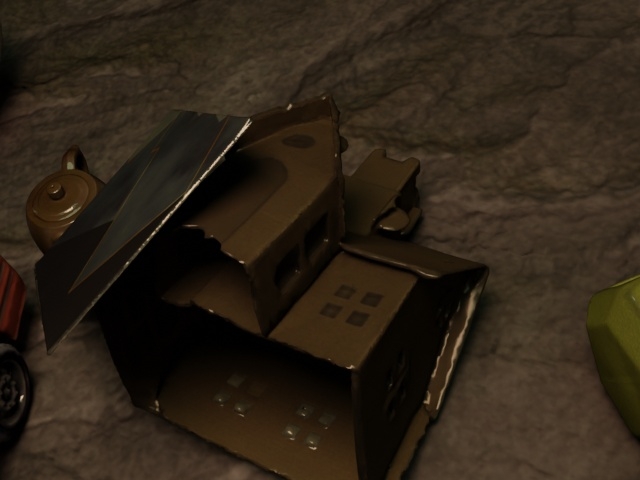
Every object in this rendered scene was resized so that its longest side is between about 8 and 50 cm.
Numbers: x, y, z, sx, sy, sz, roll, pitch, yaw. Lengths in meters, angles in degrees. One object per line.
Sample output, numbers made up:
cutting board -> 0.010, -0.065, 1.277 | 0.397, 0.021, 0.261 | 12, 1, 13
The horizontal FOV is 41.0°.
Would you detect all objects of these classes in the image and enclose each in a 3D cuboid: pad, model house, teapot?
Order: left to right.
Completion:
teapot -> -0.203, -0.029, 0.701 | 0.076, 0.068, 0.121 | -10, 54, 6
pad -> -0.126, -0.022, 0.545 | 0.163, 0.004, 0.243 | -50, 21, -6
model house -> 0.000, 0.000, 0.575 | 0.211, 0.204, 0.243 | 18, 45, 23

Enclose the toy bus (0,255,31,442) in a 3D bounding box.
toy bus -> -0.329, 0.163, 0.496 | 0.203, 0.233, 0.426 | -5, 54, 8

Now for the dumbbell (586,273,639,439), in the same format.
dumbbell -> 0.319, 0.031, 0.520 | 0.302, 0.121, 0.108 | -20, 83, -1

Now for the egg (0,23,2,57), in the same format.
egg -> -0.387, -0.162, 0.761 | 0.217, 0.183, 0.183 | -45, 58, -7
